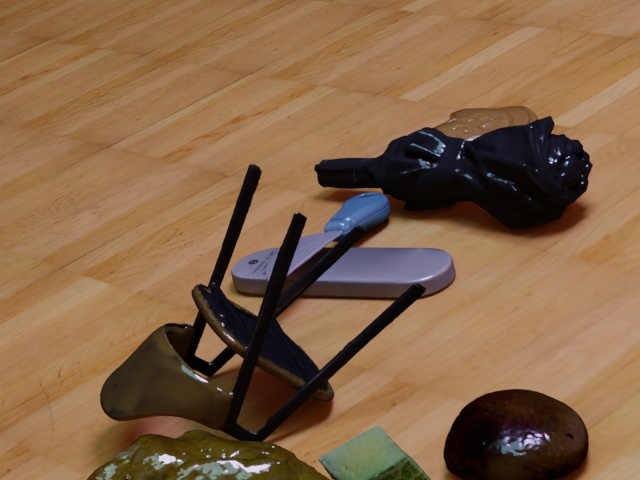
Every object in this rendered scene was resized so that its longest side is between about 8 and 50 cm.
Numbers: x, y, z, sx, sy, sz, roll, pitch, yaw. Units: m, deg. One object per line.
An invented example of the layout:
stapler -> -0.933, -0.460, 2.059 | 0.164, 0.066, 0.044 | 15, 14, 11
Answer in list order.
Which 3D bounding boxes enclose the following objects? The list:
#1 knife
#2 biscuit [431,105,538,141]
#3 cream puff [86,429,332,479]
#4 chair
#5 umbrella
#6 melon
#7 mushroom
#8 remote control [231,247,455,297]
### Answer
knife -> -0.002, 0.000, 1.852 | 0.058, 0.032, 0.244 | 3, 21, 32
biscuit -> 0.176, -0.129, 2.087 | 0.140, 0.023, 0.118 | -18, 25, -7
cream puff -> -0.049, 0.229, 1.178 | 0.244, 0.196, 0.244 | 11, -9, 2
chair -> -0.061, 0.079, 1.615 | 0.247, 0.172, 0.159 | -58, 26, 8
umbrella -> 0.130, -0.071, 1.914 | 0.340, 0.118, 0.118 | 0, 27, 40
melon -> 0.064, 0.194, 1.284 | 0.064, 0.209, 0.118 | -39, 53, -2
mushroom -> 0.155, 0.156, 1.450 | 0.123, 0.052, 0.123 | -9, 22, 4
remote control -> 0.021, 0.031, 1.826 | 0.245, 0.022, 0.077 | 0, 25, 29
